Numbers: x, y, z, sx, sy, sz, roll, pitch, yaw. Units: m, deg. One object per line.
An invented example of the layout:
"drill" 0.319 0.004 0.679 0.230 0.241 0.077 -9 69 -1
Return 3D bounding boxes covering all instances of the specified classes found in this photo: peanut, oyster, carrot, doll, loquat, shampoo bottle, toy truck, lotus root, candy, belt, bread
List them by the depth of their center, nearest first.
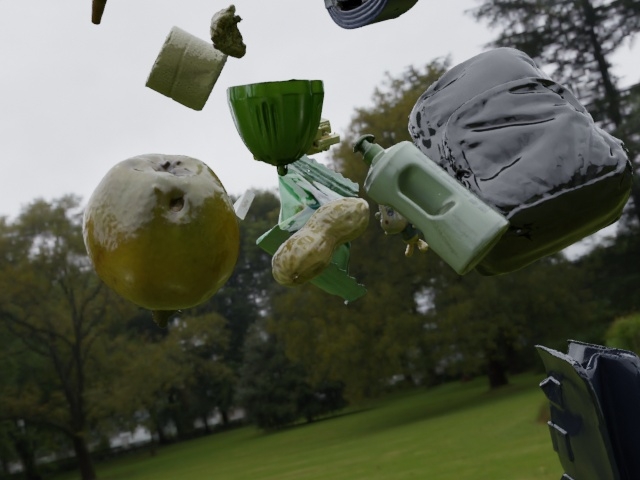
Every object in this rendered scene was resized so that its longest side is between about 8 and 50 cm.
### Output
"loquat" -0.212 0.007 1.098 0.213 0.246 0.213 5 28 -3
"shampoo bottle" 0.137 -0.063 1.105 0.118 0.234 0.087 -33 -21 -48
"oyster" -0.139 -0.315 1.257 0.080 0.038 0.083 -25 -55 36
"lotus root" -0.075 -0.199 1.462 0.186 0.186 0.186 -12 -8 -2
"peanut" 0.000 0.000 1.562 0.229 0.103 0.098 -46 -27 -6
"carrot" -0.447 -0.474 1.638 0.032 0.032 0.093 -8 -25 -26
"bread" -0.289 -0.371 1.763 0.141 0.148 0.134 25 11 -17
"candy" -0.015 -0.062 1.834 0.263 0.398 0.172 36 -52 -27
"doll" 0.189 -0.038 1.932 0.102 0.179 0.089 -20 19 42
"belt" 0.122 -0.641 1.999 0.117 0.213 0.347 -22 11 -22
"toy truck" -0.067 -0.301 2.424 0.157 0.124 0.272 16 24 38

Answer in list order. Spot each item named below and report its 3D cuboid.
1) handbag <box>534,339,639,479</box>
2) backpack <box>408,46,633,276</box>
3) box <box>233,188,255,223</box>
"handbag" 0.445 0.321 1.281 0.118 0.326 0.269 -12 2 -6
"backpack" 0.341 -0.164 1.496 0.363 0.446 0.255 -21 -32 1
"box" -0.188 -0.020 1.577 0.167 0.024 0.090 -45 16 35
